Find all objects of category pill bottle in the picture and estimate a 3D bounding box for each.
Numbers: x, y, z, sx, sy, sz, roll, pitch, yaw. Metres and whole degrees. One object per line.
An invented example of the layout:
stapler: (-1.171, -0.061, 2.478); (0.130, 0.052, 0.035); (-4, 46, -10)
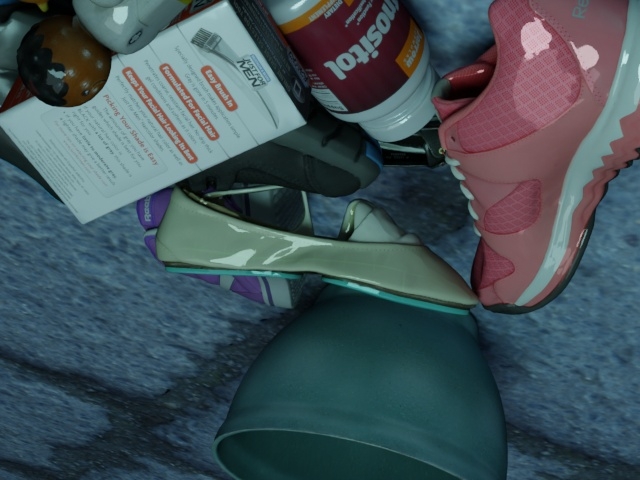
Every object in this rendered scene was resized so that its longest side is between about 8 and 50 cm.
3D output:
pill bottle: (0.018, -0.134, 0.774); (0.086, 0.086, 0.152); (-6, 147, 36)

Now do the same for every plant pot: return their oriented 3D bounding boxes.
plant pot: (0.058, 0.160, 1.186); (0.293, 0.196, 0.293); (13, 152, 7)

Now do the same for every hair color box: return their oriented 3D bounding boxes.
hair color box: (-0.100, -0.086, 0.716); (0.167, 0.053, 0.093); (-21, 123, 21)

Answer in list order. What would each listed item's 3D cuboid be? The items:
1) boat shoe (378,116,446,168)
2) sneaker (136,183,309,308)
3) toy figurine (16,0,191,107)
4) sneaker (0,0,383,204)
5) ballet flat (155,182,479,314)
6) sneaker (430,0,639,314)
boat shoe: (0.091, -0.073, 0.900); (0.133, 0.042, 0.049); (6, 147, 15)
sneaker: (-0.094, -0.024, 1.029); (0.161, 0.102, 0.282); (16, 153, 6)
toy figurine: (-0.166, -0.185, 0.615); (0.148, 0.213, 0.209); (-41, 134, 8)
sneaker: (-0.123, -0.087, 0.831); (0.341, 0.125, 0.139); (17, 119, -14)
ballet flat: (0.000, 0.000, 0.878); (0.248, 0.086, 0.086); (8, 153, 1)
sneaker: (0.136, -0.069, 0.809); (0.136, 0.116, 0.314); (18, 142, 1)
